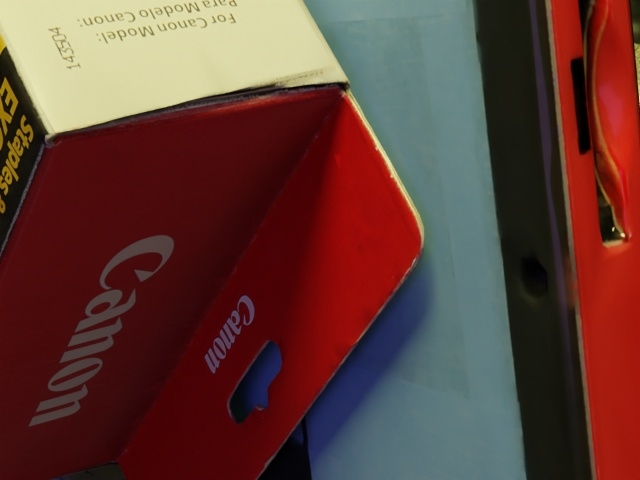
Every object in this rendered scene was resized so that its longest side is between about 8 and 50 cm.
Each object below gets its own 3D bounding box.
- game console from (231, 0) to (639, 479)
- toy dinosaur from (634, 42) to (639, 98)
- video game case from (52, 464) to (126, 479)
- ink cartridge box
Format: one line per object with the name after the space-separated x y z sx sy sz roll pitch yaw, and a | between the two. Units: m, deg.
0.000 0.000 0.702 0.342 0.060 0.387 5 104 53 | game console
0.109 -0.024 0.724 0.313 0.121 0.160 18 117 27 | toy dinosaur
-0.236 0.182 0.941 0.244 0.061 0.270 36 110 19 | video game case
-0.121 -0.015 0.725 0.272 0.130 0.309 61 144 23 | ink cartridge box
